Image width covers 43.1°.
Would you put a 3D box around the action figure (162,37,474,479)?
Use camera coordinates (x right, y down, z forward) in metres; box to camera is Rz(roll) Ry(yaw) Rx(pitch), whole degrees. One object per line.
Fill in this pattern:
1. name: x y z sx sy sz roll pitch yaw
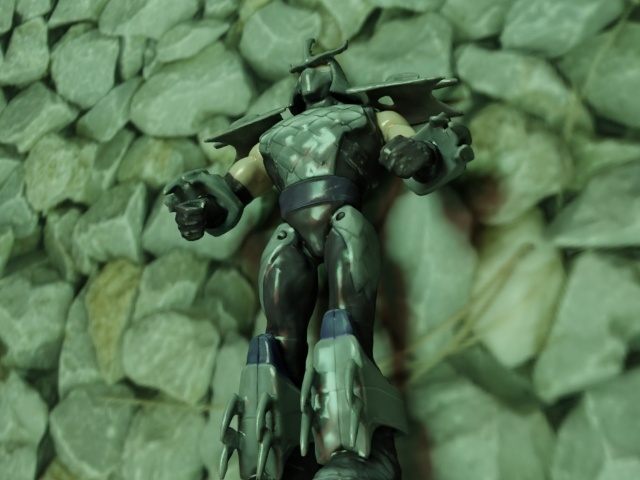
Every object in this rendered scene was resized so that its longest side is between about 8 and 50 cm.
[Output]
1. action figure: 0.000 0.000 0.449 0.185 0.099 0.285 -17 60 32
